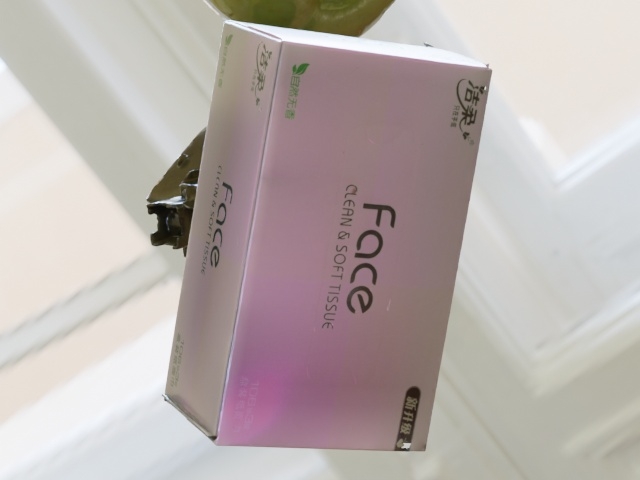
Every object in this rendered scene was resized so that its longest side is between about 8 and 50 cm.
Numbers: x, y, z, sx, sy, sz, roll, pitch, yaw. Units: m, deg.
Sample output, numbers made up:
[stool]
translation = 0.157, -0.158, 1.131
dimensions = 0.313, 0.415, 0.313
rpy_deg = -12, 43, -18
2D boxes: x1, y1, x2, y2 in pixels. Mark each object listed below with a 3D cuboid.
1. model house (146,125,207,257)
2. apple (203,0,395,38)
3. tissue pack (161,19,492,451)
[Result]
[model house]
translation = -0.064, -0.012, 1.902
dimensions = 0.211, 0.204, 0.243
rpy_deg = 8, 16, 44
[apple]
translation = -0.030, -0.329, 2.007
dimensions = 0.279, 0.279, 0.279
rpy_deg = -33, 21, 14
[tissue pack]
translation = 0.000, 0.000, 1.177
dimensions = 0.092, 0.148, 0.246
rpy_deg = -149, 66, -62
